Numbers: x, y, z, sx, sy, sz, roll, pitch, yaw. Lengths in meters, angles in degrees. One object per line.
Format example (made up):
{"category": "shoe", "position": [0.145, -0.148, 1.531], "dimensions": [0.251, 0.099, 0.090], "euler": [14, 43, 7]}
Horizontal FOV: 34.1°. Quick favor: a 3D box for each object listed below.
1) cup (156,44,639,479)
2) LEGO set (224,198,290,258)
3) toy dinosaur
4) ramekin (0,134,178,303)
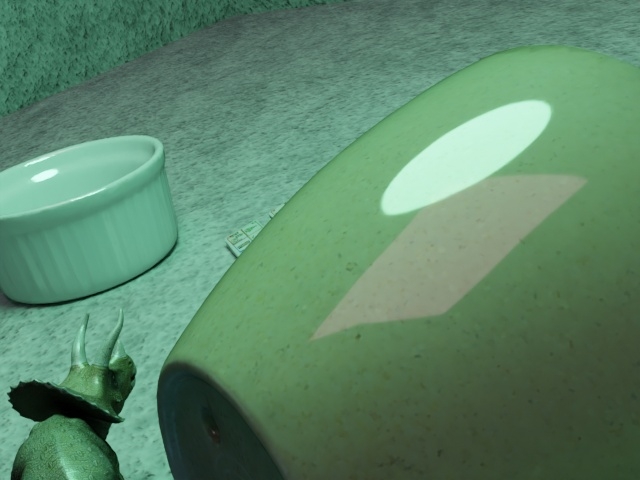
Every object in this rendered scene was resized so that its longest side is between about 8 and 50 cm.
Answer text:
{"category": "cup", "position": [0.059, 0.090, 0.538], "dimensions": [0.237, 0.331, 0.331], "euler": [-22, 22, -28]}
{"category": "LEGO set", "position": [0.000, 0.000, 1.249], "dimensions": [0.182, 0.060, 0.244], "euler": [-32, 23, -9]}
{"category": "toy dinosaur", "position": [-0.169, 0.184, 0.714], "dimensions": [0.121, 0.160, 0.313], "euler": [-17, 20, -5]}
{"category": "ramekin", "position": [-0.322, -0.028, 1.378], "dimensions": [0.277, 0.135, 0.277], "euler": [-13, 22, 5]}
